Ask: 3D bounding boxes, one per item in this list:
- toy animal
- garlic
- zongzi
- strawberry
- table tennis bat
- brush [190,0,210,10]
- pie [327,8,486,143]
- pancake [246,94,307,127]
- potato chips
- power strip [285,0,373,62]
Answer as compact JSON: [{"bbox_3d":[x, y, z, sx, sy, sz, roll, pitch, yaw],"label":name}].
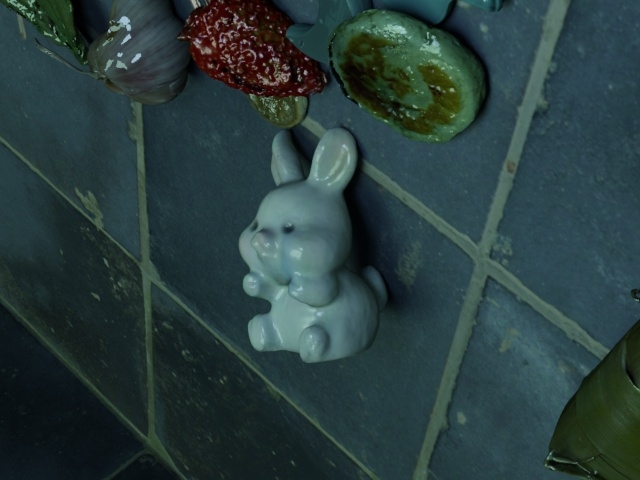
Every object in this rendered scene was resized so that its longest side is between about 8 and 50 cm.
[{"bbox_3d":[-0.006,0.006,1.958,0.196,0.241,0.368,3,109,44],"label":"toy animal"},{"bbox_3d":[-0.348,-0.338,2.077,0.207,0.256,0.207,-178,90,-84],"label":"garlic"},{"bbox_3d":[0.517,0.214,1.485,0.418,0.181,0.447,31,143,8],"label":"zongzi"},{"bbox_3d":[-0.110,-0.275,1.862,0.228,0.098,0.174,47,132,6],"label":"strawberry"},{"bbox_3d":[0.141,-0.334,1.552,0.237,0.038,0.149,28,140,44],"label":"table tennis bat"},{"bbox_3d":[-0.191,-0.394,1.943,0.103,0.047,0.233,1,124,54],"label":"brush"},{"bbox_3d":[0.115,-0.221,1.656,0.240,0.054,0.240,26,152,15],"label":"pie"},{"bbox_3d":[-0.079,-0.247,1.957,0.151,0.025,0.152,35,146,28],"label":"pancake"},{"bbox_3d":[-0.552,-0.512,2.276,0.389,0.097,0.373,33,143,29],"label":"potato chips"},{"bbox_3d":[0.016,-0.333,1.716,0.137,0.044,0.216,43,149,17],"label":"power strip"}]
